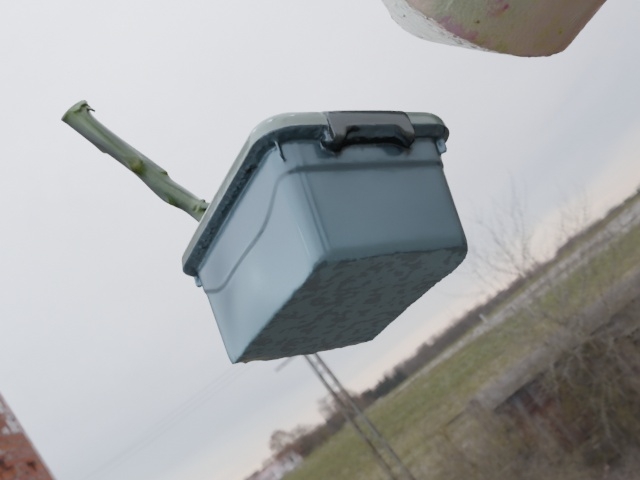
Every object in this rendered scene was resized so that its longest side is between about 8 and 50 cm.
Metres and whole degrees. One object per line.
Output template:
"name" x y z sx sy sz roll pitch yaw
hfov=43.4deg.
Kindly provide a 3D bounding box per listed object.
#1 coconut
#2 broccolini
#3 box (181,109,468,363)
"coconut" 0.175 -0.332 0.801 0.297 0.297 0.309 -25 -15 -43
"broccolini" -0.166 -0.064 0.995 0.074 0.392 0.079 -55 -8 15
"box" 0.000 0.000 0.619 0.162 0.130 0.227 -5 -27 -29
